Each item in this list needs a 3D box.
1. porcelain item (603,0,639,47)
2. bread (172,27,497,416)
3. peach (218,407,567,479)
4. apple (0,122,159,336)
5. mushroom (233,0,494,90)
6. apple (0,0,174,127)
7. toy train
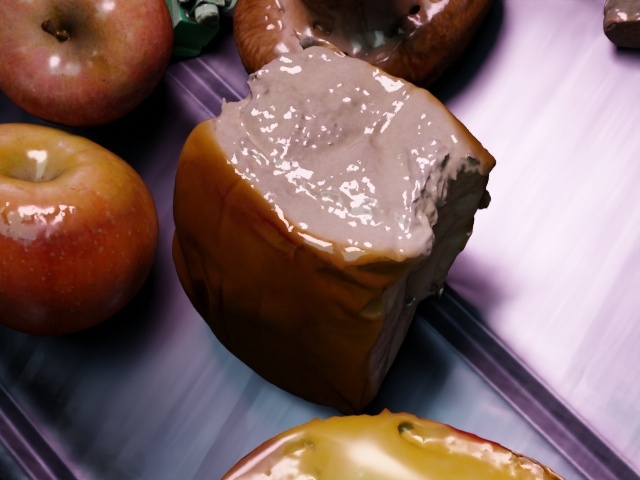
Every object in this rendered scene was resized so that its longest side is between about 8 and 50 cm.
[{"bbox_3d":[0.325,-0.298,1.331,0.081,0.069,0.215,-2,71,26],"label":"porcelain item"},{"bbox_3d":[0.000,0.000,1.207,0.250,0.279,0.225,35,54,24],"label":"bread"},{"bbox_3d":[0.092,0.321,1.085,0.380,0.242,0.306,28,59,34],"label":"peach"},{"bbox_3d":[-0.275,-0.008,1.316,0.210,0.173,0.235,-21,45,-32],"label":"apple"},{"bbox_3d":[0.041,-0.264,1.330,0.267,0.254,0.267,1,48,-1],"label":"mushroom"},{"bbox_3d":[-0.242,-0.207,1.347,0.188,0.174,0.188,0,104,-2],"label":"apple"},{"bbox_3d":[-0.140,-0.291,1.435,0.104,0.071,0.178,-42,51,46],"label":"toy train"}]
